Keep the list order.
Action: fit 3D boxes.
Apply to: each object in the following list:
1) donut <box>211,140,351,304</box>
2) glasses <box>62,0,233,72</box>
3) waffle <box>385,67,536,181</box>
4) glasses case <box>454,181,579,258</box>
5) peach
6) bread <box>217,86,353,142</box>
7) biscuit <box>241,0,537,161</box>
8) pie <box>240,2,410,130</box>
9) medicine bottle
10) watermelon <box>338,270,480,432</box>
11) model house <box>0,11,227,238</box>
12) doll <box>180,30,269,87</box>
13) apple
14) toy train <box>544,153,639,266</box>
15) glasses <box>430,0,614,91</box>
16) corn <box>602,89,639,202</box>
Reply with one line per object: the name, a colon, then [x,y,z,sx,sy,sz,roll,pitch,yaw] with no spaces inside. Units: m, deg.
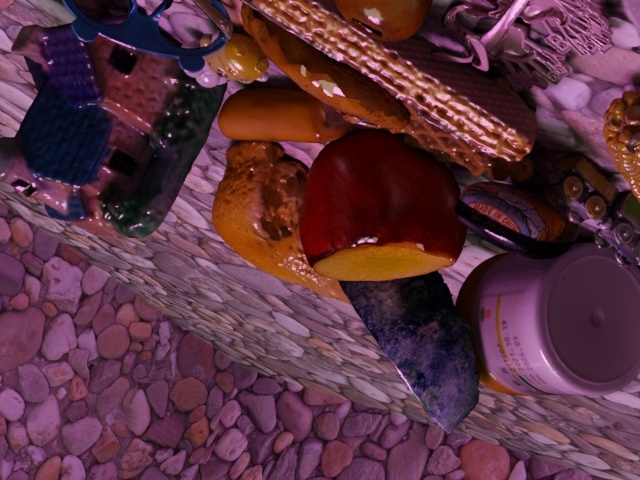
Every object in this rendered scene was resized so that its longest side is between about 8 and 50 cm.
donut: [0.000,0.000,2.121,0.435,0.163,0.377,23,165,4]
glasses: [-0.196,-0.335,1.491,0.239,0.102,0.207,16,135,-27]
waffle: [0.191,-0.158,1.534,0.249,0.056,0.253,28,163,-12]
glasses case: [0.276,-0.028,1.612,0.122,0.082,0.321,28,-170,20]
peach: [0.086,-0.046,1.707,0.245,0.248,0.274,65,170,-2]
bread: [-0.054,-0.190,1.739,0.239,0.092,0.074,7,123,45]
biscuit: [0.088,-0.214,1.368,0.378,0.094,0.054,33,124,-2]
pie: [0.000,-0.218,1.468,0.273,0.069,0.273,41,-173,-6]
medicine bottle: [0.367,0.129,1.848,0.238,0.238,0.232,31,163,-19]
watermelon: [0.165,0.143,1.886,0.318,0.148,0.226,57,-179,4]
model house: [-0.352,-0.192,1.774,0.280,0.312,0.245,34,165,-36]
doll: [-0.139,-0.259,1.685,0.106,0.062,0.162,41,159,-31]
apple: [0.075,-0.272,1.272,0.099,0.102,0.114,27,177,44]
toy train: [0.387,-0.042,1.578,0.202,0.081,0.060,38,160,-19]
glasses: [0.217,-0.210,1.266,0.162,0.095,0.255,22,167,-6]
corn: [0.412,-0.081,1.382,0.101,0.101,0.291,12,163,38]
